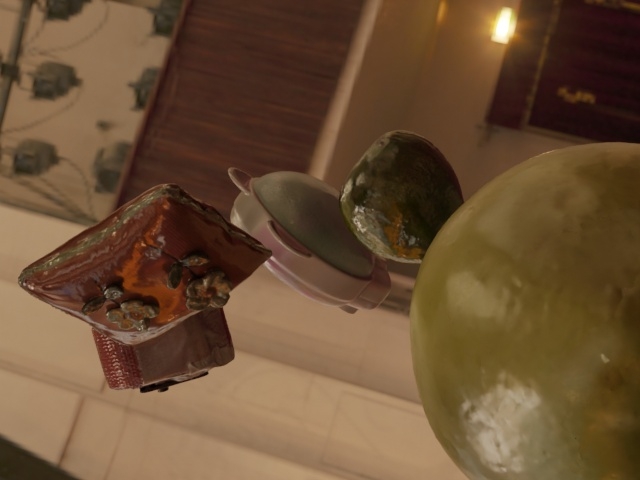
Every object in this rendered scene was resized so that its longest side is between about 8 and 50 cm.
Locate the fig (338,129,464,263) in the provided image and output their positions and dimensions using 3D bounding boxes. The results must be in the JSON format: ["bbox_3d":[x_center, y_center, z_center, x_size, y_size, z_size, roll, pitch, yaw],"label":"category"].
[{"bbox_3d":[0.095,-0.027,1.144,0.123,0.156,0.123,-48,-2,-2],"label":"fig"}]

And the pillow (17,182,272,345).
[{"bbox_3d":[-0.153,0.032,1.028,0.171,0.179,0.075,38,-153,-50],"label":"pillow"}]

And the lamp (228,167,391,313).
[{"bbox_3d":[0.002,-0.001,1.314,0.108,0.179,0.246,-44,-42,13],"label":"lamp"}]

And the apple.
[{"bbox_3d":[0.211,0.076,0.840,0.254,0.292,0.291,-141,61,-64],"label":"apple"}]

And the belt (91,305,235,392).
[{"bbox_3d":[-0.229,0.161,1.710,0.128,0.201,0.124,-126,22,-87],"label":"belt"}]
